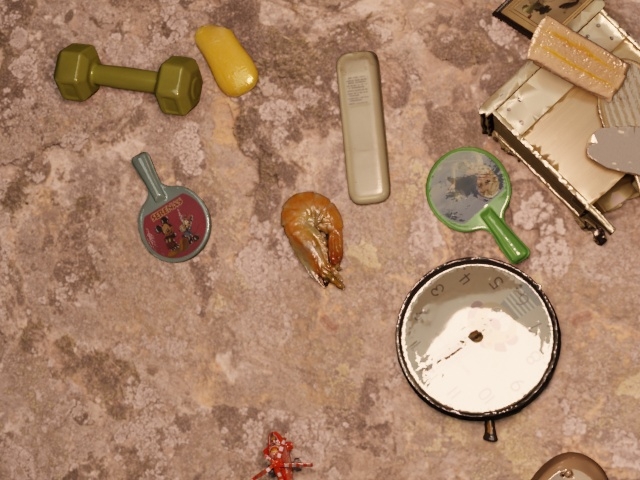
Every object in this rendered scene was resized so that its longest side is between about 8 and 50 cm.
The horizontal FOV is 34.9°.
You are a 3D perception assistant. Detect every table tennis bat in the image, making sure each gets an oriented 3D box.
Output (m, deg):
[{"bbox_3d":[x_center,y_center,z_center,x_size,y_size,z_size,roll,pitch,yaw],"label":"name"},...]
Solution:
[{"bbox_3d":[-0.318,-0.071,2.085,0.153,0.040,0.244,-29,84,9],"label":"table tennis bat"},{"bbox_3d":[0.309,-0.063,1.946,0.160,0.039,0.257,-38,76,9],"label":"table tennis bat"}]

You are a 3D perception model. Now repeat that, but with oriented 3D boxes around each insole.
[{"bbox_3d":[0.548,-0.141,1.690,0.119,0.009,0.348,-17,84,9],"label":"insole"},{"bbox_3d":[0.564,-0.139,1.677,0.248,0.011,0.081,13,91,9],"label":"insole"}]

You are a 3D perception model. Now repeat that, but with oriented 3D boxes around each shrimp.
[{"bbox_3d":[0.000,-0.001,2.000,0.115,0.051,0.217,-28,77,6],"label":"shrimp"}]

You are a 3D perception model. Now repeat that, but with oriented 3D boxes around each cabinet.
[{"bbox_3d":[0.498,-0.203,1.823,0.290,0.227,0.318,-44,80,4],"label":"cabinet"}]

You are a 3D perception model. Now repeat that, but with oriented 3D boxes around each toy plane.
[{"bbox_3d":[-0.057,0.462,1.957,0.126,0.077,0.194,-37,86,10],"label":"toy plane"}]

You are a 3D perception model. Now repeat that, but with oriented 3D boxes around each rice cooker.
[{"bbox_3d":[0.430,0.476,1.820,0.145,0.127,0.206,36,85,14],"label":"rice cooker"}]

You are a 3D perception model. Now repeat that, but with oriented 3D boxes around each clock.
[{"bbox_3d":[0.289,0.179,1.892,0.313,0.061,0.312,-3,76,10],"label":"clock"}]

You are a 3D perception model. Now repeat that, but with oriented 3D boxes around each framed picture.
[{"bbox_3d":[0.443,-0.457,1.913,0.199,0.010,0.195,-43,40,5],"label":"framed picture"}]

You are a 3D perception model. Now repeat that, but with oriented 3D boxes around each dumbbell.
[{"bbox_3d":[-0.393,-0.331,2.088,0.302,0.121,0.108,9,58,14],"label":"dumbbell"}]

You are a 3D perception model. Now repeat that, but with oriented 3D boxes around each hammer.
[{"bbox_3d":[0.316,0.277,1.917,0.078,0.021,0.200,-7,83,12],"label":"hammer"}]

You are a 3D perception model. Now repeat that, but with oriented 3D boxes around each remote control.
[{"bbox_3d":[0.084,-0.224,2.008,0.090,0.038,0.309,-7,84,10],"label":"remote control"}]

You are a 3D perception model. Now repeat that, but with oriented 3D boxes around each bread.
[{"bbox_3d":[0.423,-0.296,1.668,0.152,0.105,0.077,29,98,18],"label":"bread"}]

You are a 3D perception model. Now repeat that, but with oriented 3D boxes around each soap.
[{"bbox_3d":[-0.191,-0.373,2.085,0.089,0.033,0.168,-29,79,6],"label":"soap"}]
